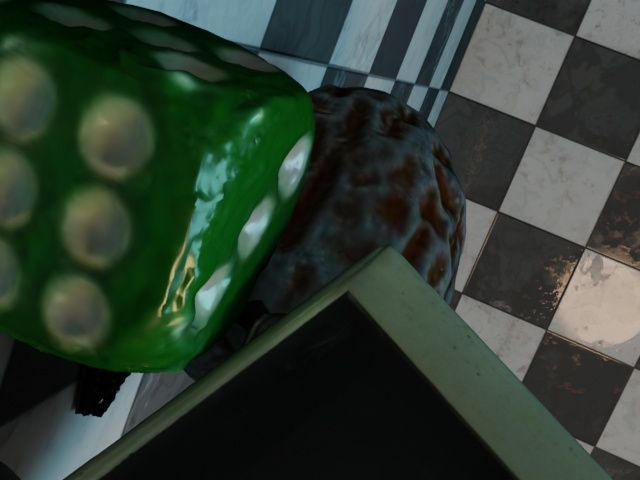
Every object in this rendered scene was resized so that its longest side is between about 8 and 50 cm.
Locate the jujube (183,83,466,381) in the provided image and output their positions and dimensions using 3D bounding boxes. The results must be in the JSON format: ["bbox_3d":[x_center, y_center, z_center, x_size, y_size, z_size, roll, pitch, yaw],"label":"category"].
[{"bbox_3d":[0.008,0.005,0.727,0.246,0.215,0.308,97,14,-51],"label":"jujube"}]

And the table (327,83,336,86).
[{"bbox_3d":[0.016,-0.113,0.970,0.079,0.062,0.083,-58,168,-45],"label":"table"}]

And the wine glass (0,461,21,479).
[{"bbox_3d":[-0.182,0.128,0.193,0.232,0.156,0.156,-58,169,-20],"label":"wine glass"}]

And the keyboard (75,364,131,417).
[{"bbox_3d":[-0.127,0.021,0.600,0.072,0.023,0.231,-57,167,-58],"label":"keyboard"}]

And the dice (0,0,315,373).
[{"bbox_3d":[-0.085,-0.027,0.378,0.128,0.131,0.120,-68,169,19],"label":"dice"}]

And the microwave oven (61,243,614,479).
[{"bbox_3d":[-0.069,0.235,0.425,0.394,0.247,0.333,-35,158,-25],"label":"microwave oven"}]
